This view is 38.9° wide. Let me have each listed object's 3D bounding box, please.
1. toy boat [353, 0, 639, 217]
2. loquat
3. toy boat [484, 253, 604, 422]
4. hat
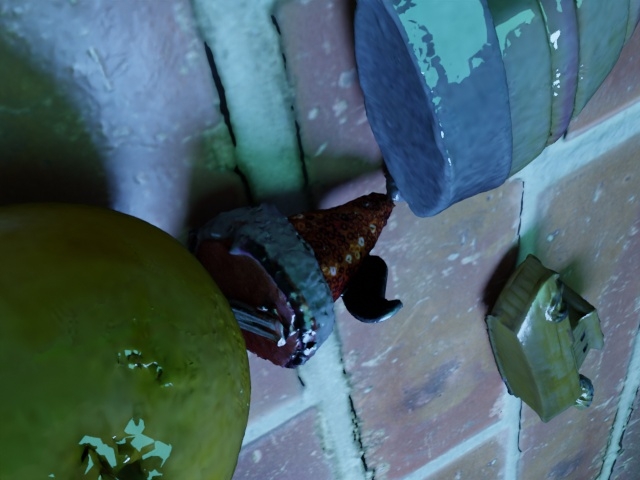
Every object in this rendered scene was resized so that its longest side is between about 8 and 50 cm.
[{"bbox_3d":[0.147,-0.135,0.644,0.294,0.111,0.276,-25,142,-23],"label":"toy boat"},{"bbox_3d":[-0.171,0.099,0.550,0.263,0.263,0.263,-23,142,-20],"label":"loquat"},{"bbox_3d":[0.270,0.114,1.060,0.121,0.089,0.321,-40,143,-7],"label":"toy boat"},{"bbox_3d":[0.000,0.003,0.712,0.227,0.128,0.140,-36,-170,-32],"label":"hat"}]
